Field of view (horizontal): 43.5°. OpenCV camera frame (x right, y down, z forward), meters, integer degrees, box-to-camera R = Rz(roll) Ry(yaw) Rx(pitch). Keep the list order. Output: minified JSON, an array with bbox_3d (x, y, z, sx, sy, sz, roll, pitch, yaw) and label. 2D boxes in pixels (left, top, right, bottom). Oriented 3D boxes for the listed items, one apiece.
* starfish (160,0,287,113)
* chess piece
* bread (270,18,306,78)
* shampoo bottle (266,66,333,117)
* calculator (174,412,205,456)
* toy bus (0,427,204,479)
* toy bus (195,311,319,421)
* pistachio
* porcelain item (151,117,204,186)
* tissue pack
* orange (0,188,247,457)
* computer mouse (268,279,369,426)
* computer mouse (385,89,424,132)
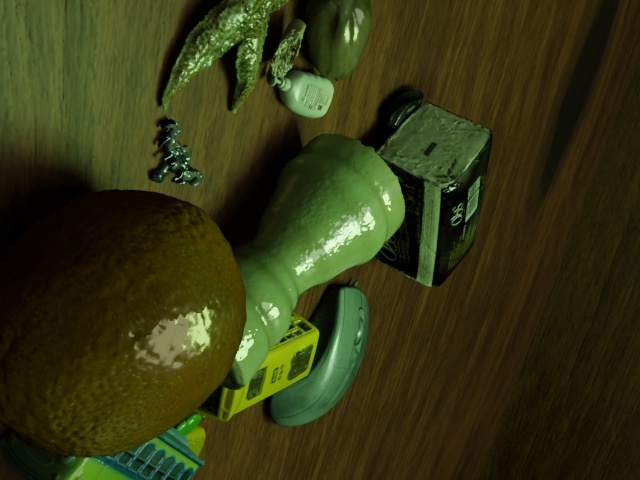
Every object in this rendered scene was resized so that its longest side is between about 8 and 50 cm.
[{"bbox_3d":[-0.102,-0.346,1.167,0.347,0.078,0.357,-44,145,-35],"label":"starfish"},{"bbox_3d":[-0.065,0.032,1.354,0.442,0.234,0.234,-46,146,-31],"label":"chess piece"},{"bbox_3d":[-0.050,-0.306,1.275,0.070,0.035,0.083,-71,-175,-51],"label":"bread"},{"bbox_3d":[-0.039,-0.254,1.357,0.152,0.045,0.077,4,108,-57],"label":"shampoo bottle"},{"bbox_3d":[-0.278,0.417,1.495,0.146,0.032,0.234,-18,140,-55],"label":"calculator"},{"bbox_3d":[-0.335,0.341,1.262,0.190,0.152,0.312,-53,149,-16],"label":"toy bus"},{"bbox_3d":[-0.154,0.223,1.452,0.330,0.152,0.144,-18,129,-51],"label":"toy bus"},{"bbox_3d":[0.026,-0.350,1.335,0.108,0.126,0.185,-2,126,-11],"label":"pistachio"},{"bbox_3d":[-0.225,-0.114,1.204,0.075,0.021,0.136,-46,146,-20],"label":"porcelain item"},{"bbox_3d":[0.237,-0.090,1.731,0.210,0.198,0.370,-44,153,-26],"label":"tissue pack"},{"bbox_3d":[-0.270,0.106,1.026,0.357,0.322,0.322,-39,143,-22],"label":"orange"},{"bbox_3d":[0.021,0.262,1.800,0.370,0.122,0.188,-63,151,-7],"label":"computer mouse"},{"bbox_3d":[0.171,-0.273,1.670,0.135,0.047,0.079,-37,157,-43],"label":"computer mouse"}]
